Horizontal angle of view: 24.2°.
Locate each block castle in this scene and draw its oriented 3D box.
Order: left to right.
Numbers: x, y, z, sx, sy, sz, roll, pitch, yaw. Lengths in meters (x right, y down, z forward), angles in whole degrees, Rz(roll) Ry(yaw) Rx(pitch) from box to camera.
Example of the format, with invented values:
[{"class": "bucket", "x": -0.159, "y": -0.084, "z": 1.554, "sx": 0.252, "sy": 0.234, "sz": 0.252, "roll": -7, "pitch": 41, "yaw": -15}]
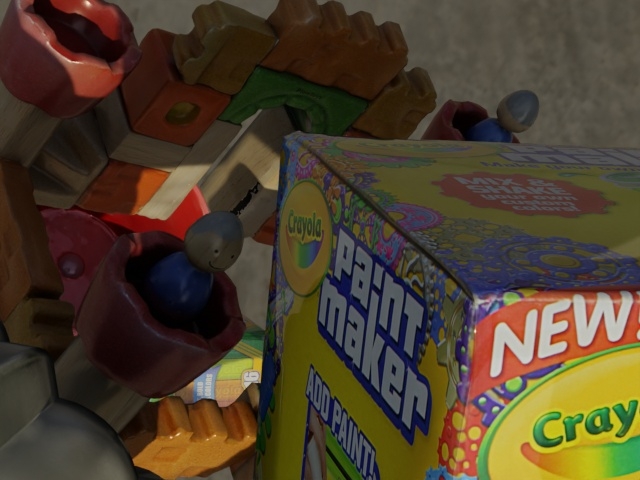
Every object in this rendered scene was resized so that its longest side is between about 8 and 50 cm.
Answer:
[{"class": "block castle", "x": 0.000, "y": 0.000, "z": 0.991, "sx": 0.453, "sy": 0.213, "sz": 0.303, "roll": 11, "pitch": 42, "yaw": -40}]

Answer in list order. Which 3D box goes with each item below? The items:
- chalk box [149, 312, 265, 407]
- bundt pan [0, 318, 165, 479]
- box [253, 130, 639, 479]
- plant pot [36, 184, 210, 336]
[{"class": "chalk box", "x": -0.192, "y": 0.174, "z": 2.016, "sx": 0.213, "sy": 0.132, "sz": 0.132, "roll": -2, "pitch": 102, "yaw": -21}, {"class": "bundt pan", "x": -0.157, "y": 0.109, "z": 0.657, "sx": 0.331, "sy": 0.331, "sz": 0.124, "roll": 43, "pitch": 75, "yaw": 10}, {"class": "box", "x": 0.134, "y": 0.121, "z": 0.474, "sx": 0.290, "sy": 0.177, "sz": 0.279, "roll": 0, "pitch": 106, "yaw": -16}, {"class": "plant pot", "x": -0.299, "y": 0.018, "z": 1.921, "sx": 0.275, "sy": 0.243, "sz": 0.275, "roll": 6, "pitch": 76, "yaw": -23}]
